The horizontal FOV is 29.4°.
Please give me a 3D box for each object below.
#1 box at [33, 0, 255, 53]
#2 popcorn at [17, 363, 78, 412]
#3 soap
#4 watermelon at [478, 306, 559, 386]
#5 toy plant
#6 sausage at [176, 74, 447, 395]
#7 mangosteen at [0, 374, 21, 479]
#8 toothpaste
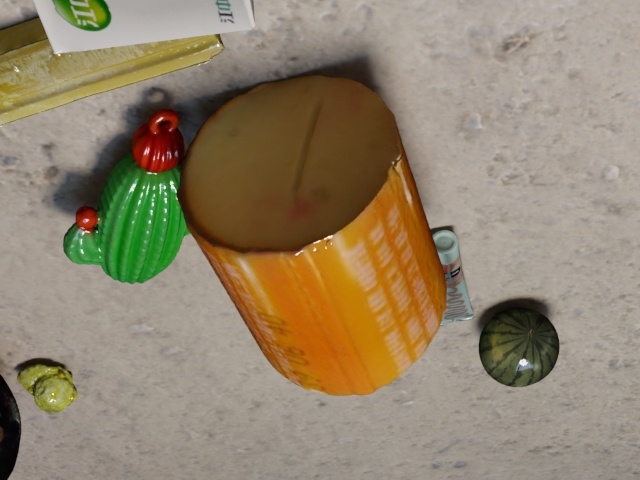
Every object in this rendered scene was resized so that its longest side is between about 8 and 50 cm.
[{"bbox_3d":[-0.157,-0.302,0.914,0.173,0.145,0.332,-6,144,3],"label":"box"},{"bbox_3d":[-0.363,0.194,1.628,0.083,0.068,0.059,37,96,-12],"label":"popcorn"},{"bbox_3d":[-0.222,-0.179,1.160,0.252,0.037,0.092,-16,144,11],"label":"soap"},{"bbox_3d":[0.259,0.145,1.623,0.105,0.105,0.133,3,163,-13],"label":"watermelon"},{"bbox_3d":[-0.176,-0.043,1.315,0.155,0.088,0.240,13,130,-43],"label":"toy plant"},{"bbox_3d":[0.000,0.000,1.280,0.233,0.233,0.287,-13,142,8],"label":"sausage"},{"bbox_3d":[-0.500,0.235,1.546,0.243,0.242,0.243,-4,144,-3],"label":"mangosteen"},{"bbox_3d":[0.162,0.055,1.539,0.056,0.036,0.205,-11,147,4],"label":"toothpaste"}]
